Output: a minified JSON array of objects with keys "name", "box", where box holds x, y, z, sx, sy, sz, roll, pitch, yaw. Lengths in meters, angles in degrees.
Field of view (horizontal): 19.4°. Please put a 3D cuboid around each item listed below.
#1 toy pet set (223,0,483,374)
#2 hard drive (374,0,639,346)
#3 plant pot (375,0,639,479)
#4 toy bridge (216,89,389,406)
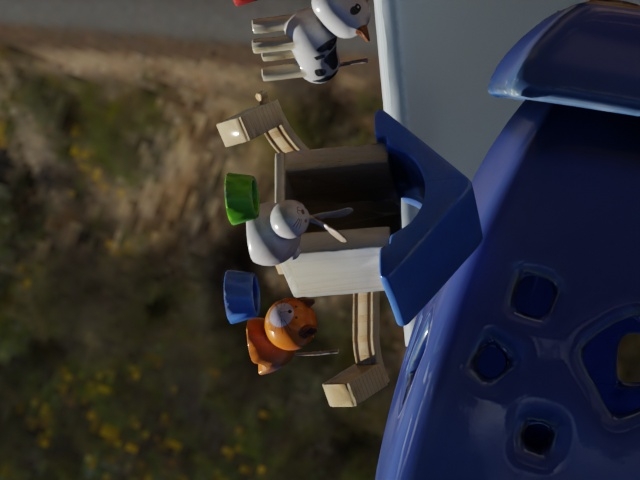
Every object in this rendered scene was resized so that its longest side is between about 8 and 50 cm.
[{"name":"toy pet set","box":[0.014,-0.014,0.583,0.065,0.122,0.114,-5,154,9]},{"name":"hard drive","box":[0.149,-0.084,1.362,0.203,0.308,0.040,-6,-176,-7]},{"name":"plant pot","box":[0.154,0.024,0.735,0.236,0.212,0.236,11,-175,3]},{"name":"toy bridge","box":[0.000,0.000,1.097,0.063,0.188,0.026,-29,-169,-40]}]
